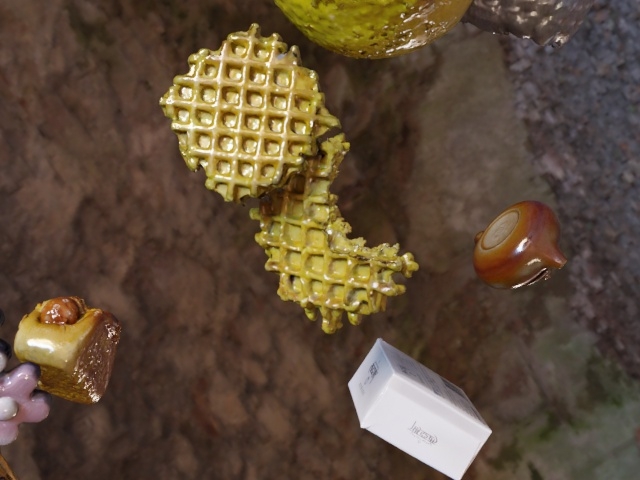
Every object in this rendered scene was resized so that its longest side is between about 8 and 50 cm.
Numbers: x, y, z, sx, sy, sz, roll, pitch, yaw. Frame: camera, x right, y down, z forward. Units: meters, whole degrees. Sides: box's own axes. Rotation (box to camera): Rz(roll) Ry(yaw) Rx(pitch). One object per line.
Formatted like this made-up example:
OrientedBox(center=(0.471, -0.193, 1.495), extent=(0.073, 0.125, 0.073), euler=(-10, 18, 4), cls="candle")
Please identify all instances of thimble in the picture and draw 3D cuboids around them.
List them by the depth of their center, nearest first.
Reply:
OrientedBox(center=(0.246, -0.356, 1.274), extent=(0.236, 0.172, 0.205), euler=(0, -151, -35), cls="thimble")

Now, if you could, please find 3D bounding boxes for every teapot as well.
OrientedBox(center=(0.358, 0.021, 1.822), extent=(0.135, 0.178, 0.252), euler=(44, 169, -14), cls="teapot")

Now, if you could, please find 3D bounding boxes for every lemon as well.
OrientedBox(center=(0.051, -0.335, 1.057), extent=(0.258, 0.257, 0.310), euler=(58, -162, -53), cls="lemon")

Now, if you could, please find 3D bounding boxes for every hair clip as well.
OrientedBox(center=(-0.491, 0.191, 1.459), extent=(0.075, 0.146, 0.257), euler=(38, 155, 61), cls="hair clip")

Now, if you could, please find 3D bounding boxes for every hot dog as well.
OrientedBox(center=(-0.436, 0.180, 1.763), extent=(0.257, 0.150, 0.153), euler=(91, -166, -64), cls="hot dog")

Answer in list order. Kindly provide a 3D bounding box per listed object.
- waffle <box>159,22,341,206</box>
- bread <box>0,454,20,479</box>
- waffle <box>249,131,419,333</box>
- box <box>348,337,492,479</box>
OrientedBox(center=(-0.111, -0.193, 1.538), extent=(0.254, 0.245, 0.052), euler=(55, -176, 6), cls="waffle")
OrientedBox(center=(-0.576, 0.388, 1.522), extent=(0.210, 0.235, 0.099), euler=(48, -171, 5), cls="bread")
OrientedBox(center=(0.000, 0.000, 1.586), extent=(0.069, 0.259, 0.293), euler=(-15, -109, -53), cls="waffle")
OrientedBox(center=(0.172, 0.301, 1.825), extent=(0.203, 0.116, 0.274), euler=(32, -176, -7), cls="box")
